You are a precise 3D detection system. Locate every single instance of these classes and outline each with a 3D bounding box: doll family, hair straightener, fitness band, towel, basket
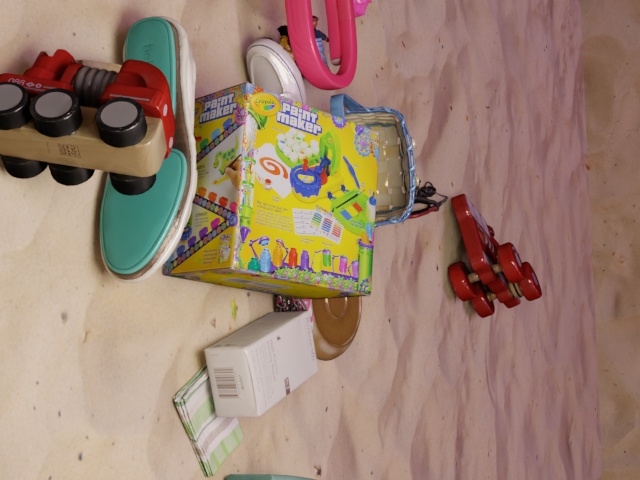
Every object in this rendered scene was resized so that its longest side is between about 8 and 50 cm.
[{"bbox_3d":[-0.045,-0.356,1.680,0.193,0.076,0.111,-33,109,-60],"label":"doll family"},{"bbox_3d":[0.250,-0.105,2.127,0.230,0.047,0.089,-13,97,-58],"label":"hair straightener"},{"bbox_3d":[-0.002,-0.419,1.651,0.209,0.054,0.290,2,81,-63],"label":"fitness band"},{"bbox_3d":[-0.170,0.280,1.419,0.113,0.023,0.152,-45,122,-50],"label":"towel"},{"bbox_3d":[0.078,-0.143,1.703,0.289,0.201,0.254,-18,102,-71],"label":"basket"}]

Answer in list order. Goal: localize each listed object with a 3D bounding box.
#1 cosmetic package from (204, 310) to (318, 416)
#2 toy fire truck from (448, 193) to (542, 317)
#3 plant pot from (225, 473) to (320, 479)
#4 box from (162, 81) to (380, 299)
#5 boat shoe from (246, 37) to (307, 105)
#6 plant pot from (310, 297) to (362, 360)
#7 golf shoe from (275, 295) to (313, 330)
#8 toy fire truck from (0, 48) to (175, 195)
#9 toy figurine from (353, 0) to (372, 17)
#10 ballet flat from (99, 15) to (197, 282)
[{"bbox_3d":[-0.091,0.198,1.479,0.231,0.086,0.117,-26,109,-62],"label":"cosmetic package"},{"bbox_3d":[0.433,0.040,2.312,0.302,0.169,0.253,39,35,-50],"label":"toy fire truck"},{"bbox_3d":[-0.050,0.465,1.457,0.234,0.166,0.165,40,53,-38],"label":"plant pot"},{"bbox_3d":[-0.069,-0.064,1.424,0.290,0.177,0.279,14,75,-42],"label":"box"},{"bbox_3d":[-0.071,-0.226,1.591,0.258,0.095,0.084,67,32,-24],"label":"boat shoe"},{"bbox_3d":[0.021,0.114,1.742,0.236,0.032,0.236,13,74,-56],"label":"plant pot"},{"bbox_3d":[-0.047,0.088,1.604,0.086,0.068,0.186,-45,122,-53],"label":"golf shoe"},{"bbox_3d":[-0.283,-0.184,1.157,0.158,0.217,0.246,90,10,-53],"label":"toy fire truck"},{"bbox_3d":[0.077,-0.533,1.895,0.173,0.130,0.159,66,43,-70],"label":"toy figurine"},{"bbox_3d":[-0.230,-0.126,1.310,0.139,0.139,0.400,22,66,-55],"label":"ballet flat"}]
